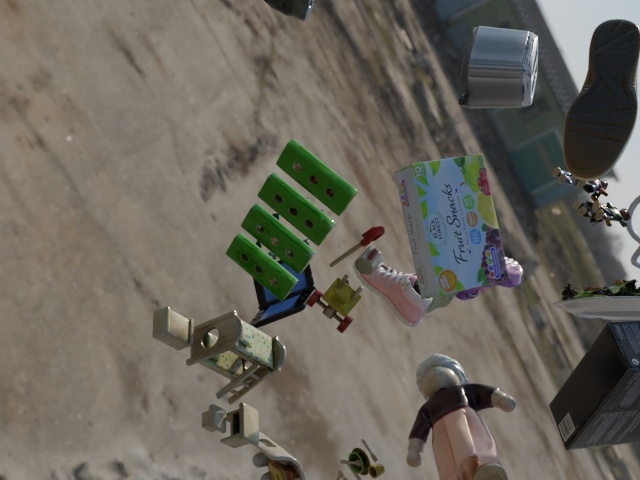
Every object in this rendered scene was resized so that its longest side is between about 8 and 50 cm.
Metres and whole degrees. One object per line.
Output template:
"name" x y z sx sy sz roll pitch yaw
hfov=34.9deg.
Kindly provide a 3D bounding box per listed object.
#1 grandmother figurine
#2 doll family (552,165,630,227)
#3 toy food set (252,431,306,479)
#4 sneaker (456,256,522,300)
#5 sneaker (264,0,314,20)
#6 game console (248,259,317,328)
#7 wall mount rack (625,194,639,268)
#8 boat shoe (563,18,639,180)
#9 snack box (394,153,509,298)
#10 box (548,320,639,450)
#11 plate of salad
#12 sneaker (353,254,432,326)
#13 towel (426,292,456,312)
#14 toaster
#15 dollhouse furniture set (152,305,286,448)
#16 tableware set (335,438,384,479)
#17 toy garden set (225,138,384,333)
"grandmother figurine" 0.231 0.307 1.725 0.342 0.207 0.104 -104 173 -62
"doll family" 0.548 -0.091 2.043 0.111 0.076 0.193 4 53 -36
"toy food set" -0.089 0.560 2.110 0.219 0.092 0.306 -173 -112 -69
"sneaker" 0.326 0.080 2.146 0.095 0.236 0.105 -5 101 -40
"sneaker" -0.062 -0.541 1.932 0.087 0.130 0.228 -68 174 -56
"game console" -0.075 0.087 1.749 0.071 0.122 0.107 60 30 -13
"wall mount rack" 0.771 -0.012 1.960 0.130 0.304 0.350 21 20 -37
"boat shoe" 0.470 -0.218 1.676 0.098 0.109 0.302 62 41 -59
"snack box" 0.142 -0.016 1.093 0.037 0.100 0.141 -17 -95 60
"box" 0.534 0.248 1.745 0.261 0.184 0.103 109 -24 -47
"plate of salad" 0.407 0.076 1.341 0.200 0.199 0.048 26 65 -71
"sneaker" 0.111 0.057 1.490 0.134 0.070 0.051 47 43 14
"towel" 0.199 0.077 1.733 0.027 0.110 0.148 56 -32 30
"toaster" 0.381 -0.362 2.159 0.227 0.146 0.129 -68 156 -46
"dollhouse furniture set" -0.140 0.188 1.441 0.182 0.101 0.161 36 39 -45
"tableware set" 0.064 0.412 1.697 0.024 0.154 0.104 -14 55 -38
"toy garden set" 0.000 0.000 1.370 0.204 0.244 0.049 40 46 5
